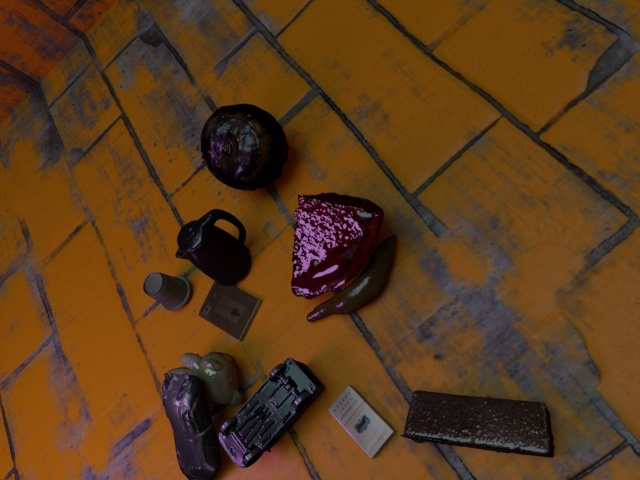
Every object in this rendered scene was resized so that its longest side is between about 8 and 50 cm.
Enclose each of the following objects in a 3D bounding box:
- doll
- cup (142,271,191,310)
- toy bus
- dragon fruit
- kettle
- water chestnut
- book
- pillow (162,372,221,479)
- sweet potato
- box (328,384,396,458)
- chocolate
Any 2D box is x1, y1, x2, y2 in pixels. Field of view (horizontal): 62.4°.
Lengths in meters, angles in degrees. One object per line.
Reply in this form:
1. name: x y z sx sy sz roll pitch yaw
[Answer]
1. doll: -0.351 0.414 1.569 0.278 0.175 0.149 -19 25 30
2. cup: -0.504 0.159 1.720 0.119 0.141 0.120 -11 65 24
3. toy bus: -0.128 0.460 1.409 0.292 0.133 0.125 -48 62 2
4. dragon fruit: 0.000 0.000 1.460 0.240 0.302 0.330 28 101 -10
5. kettle: -0.313 0.017 1.608 0.202 0.232 0.144 -42 55 1
6. water chestnut: -0.225 -0.298 1.695 0.299 0.300 0.300 -10 67 25
7. book: -0.287 0.211 1.655 0.198 0.016 0.139 23 83 33
8. pillow: -0.357 0.525 1.465 0.161 0.092 0.335 -10 97 41
9. sweet potato: 0.102 0.133 1.443 0.346 0.079 0.108 -43 30 10
10. box: 0.103 0.459 1.346 0.167 0.024 0.090 41 94 33
11. chocolate: 0.347 0.409 1.187 0.321 0.112 0.112 -4 62 28
